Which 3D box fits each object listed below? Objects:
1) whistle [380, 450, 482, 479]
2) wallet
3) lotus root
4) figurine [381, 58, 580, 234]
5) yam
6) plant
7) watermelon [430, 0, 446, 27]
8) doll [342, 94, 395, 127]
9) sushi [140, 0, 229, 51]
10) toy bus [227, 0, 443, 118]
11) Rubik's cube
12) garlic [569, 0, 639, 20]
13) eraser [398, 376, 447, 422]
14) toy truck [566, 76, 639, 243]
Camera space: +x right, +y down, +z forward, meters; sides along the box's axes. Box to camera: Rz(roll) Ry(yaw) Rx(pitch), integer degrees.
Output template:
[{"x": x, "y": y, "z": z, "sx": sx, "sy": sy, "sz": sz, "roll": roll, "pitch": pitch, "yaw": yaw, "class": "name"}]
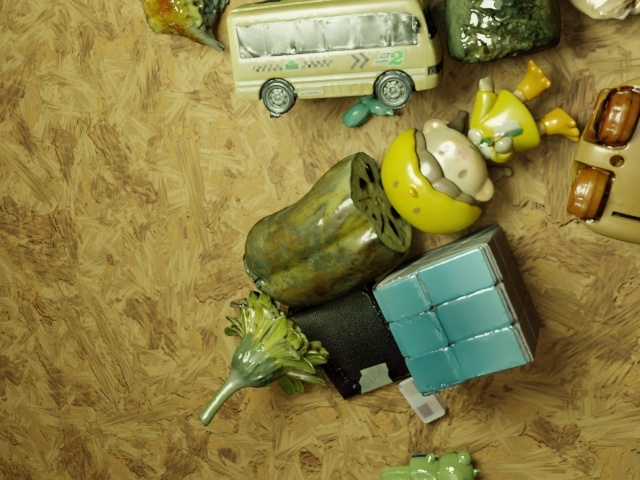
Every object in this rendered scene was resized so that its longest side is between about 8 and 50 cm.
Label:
[{"x": 0.243, "y": 0.520, "z": 1.252, "sx": 0.228, "sy": 0.085, "sz": 0.105, "roll": -13, "pitch": 96, "yaw": 24, "class": "whistle"}, {"x": 0.073, "y": 0.221, "z": 1.271, "sx": 0.221, "sy": 0.071, "sz": 0.262, "roll": -29, "pitch": 96, "yaw": 25, "class": "wallet"}, {"x": 0.000, "y": 0.000, "z": 1.159, "sx": 0.346, "sy": 0.250, "sz": 0.250, "roll": -29, "pitch": 89, "yaw": 25, "class": "lotus root"}, {"x": 0.278, "y": -0.154, "z": 1.037, "sx": 0.344, "sy": 0.187, "sz": 0.215, "roll": -32, "pitch": 79, "yaw": 19, "class": "figurine"}, {"x": 0.298, "y": -0.450, "z": 0.948, "sx": 0.195, "sy": 0.195, "sz": 0.299, "roll": -1, "pitch": 100, "yaw": 24, "class": "yam"}, {"x": -0.150, "y": 0.244, "z": 1.266, "sx": 0.297, "sy": 0.305, "sz": 0.261, "roll": -14, "pitch": 69, "yaw": -13, "class": "plant"}, {"x": 0.237, "y": -0.437, "z": 1.050, "sx": 0.085, "sy": 0.061, "sz": 0.085, "roll": 10, "pitch": 115, "yaw": 23, "class": "watermelon"}, {"x": 0.100, "y": -0.320, "z": 1.139, "sx": 0.159, "sy": 0.059, "sz": 0.159, "roll": -10, "pitch": 96, "yaw": 27, "class": "doll"}, {"x": -0.297, "y": -0.535, "z": 1.198, "sx": 0.140, "sy": 0.184, "sz": 0.273, "roll": 2, "pitch": 107, "yaw": 28, "class": "sushi"}, {"x": 0.029, "y": -0.343, "z": 1.003, "sx": 0.366, "sy": 0.177, "sz": 0.201, "roll": 0, "pitch": 117, "yaw": 14, "class": "toy bus"}, {"x": 0.267, "y": 0.125, "z": 1.077, "sx": 0.231, "sy": 0.221, "sz": 0.224, "roll": -25, "pitch": 91, "yaw": 26, "class": "Rubik's cube"}, {"x": 0.493, "y": -0.461, "z": 0.914, "sx": 0.217, "sy": 0.110, "sz": 0.227, "roll": 23, "pitch": 99, "yaw": 30, "class": "garlic"}, {"x": 0.227, "y": 0.347, "z": 1.253, "sx": 0.065, "sy": 0.026, "sz": 0.105, "roll": -36, "pitch": 86, "yaw": 29, "class": "eraser"}, {"x": 0.521, "y": -0.120, "z": 0.920, "sx": 0.205, "sy": 0.212, "sz": 0.287, "roll": 16, "pitch": 111, "yaw": 19, "class": "toy truck"}]
